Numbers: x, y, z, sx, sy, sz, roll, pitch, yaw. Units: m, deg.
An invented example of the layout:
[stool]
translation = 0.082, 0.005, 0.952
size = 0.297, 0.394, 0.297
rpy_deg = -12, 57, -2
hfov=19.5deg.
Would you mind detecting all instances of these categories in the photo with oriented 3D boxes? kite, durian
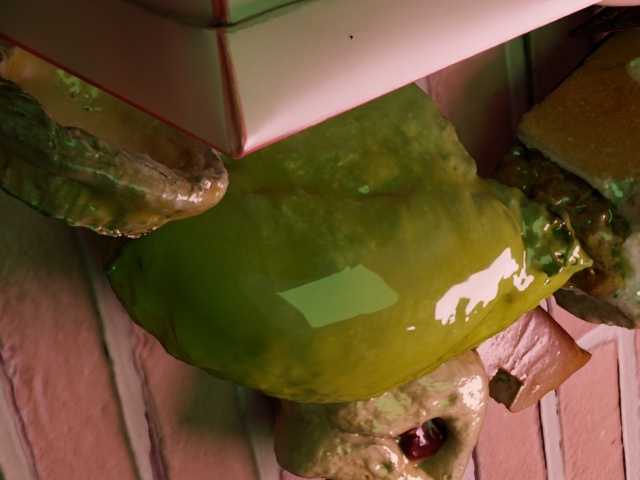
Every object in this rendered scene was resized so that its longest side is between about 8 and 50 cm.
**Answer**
[kite]
translation = 0.272, -0.201, 1.540
size = 0.159, 0.190, 0.010
rpy_deg = -22, 108, 21
[durian]
translation = 0.000, 0.000, 1.359
size = 0.339, 0.204, 0.256
rpy_deg = -30, 89, -25

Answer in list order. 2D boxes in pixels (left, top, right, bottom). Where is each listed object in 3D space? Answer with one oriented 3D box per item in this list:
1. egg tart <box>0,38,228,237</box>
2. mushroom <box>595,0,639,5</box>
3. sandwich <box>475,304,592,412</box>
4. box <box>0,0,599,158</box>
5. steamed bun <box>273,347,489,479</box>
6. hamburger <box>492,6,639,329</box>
[egg tart]
translation = -0.153, -0.059, 1.196
size = 0.197, 0.197, 0.078
rpy_deg = 11, 112, -43
[mushroom]
translation = 0.251, -0.289, 1.422
size = 0.246, 0.246, 0.202
rpy_deg = -22, 81, -31
[sandwich]
translation = 0.139, 0.080, 1.587
size = 0.244, 0.090, 0.088
rpy_deg = 38, 81, -47
[box]
translation = -0.032, -0.271, 1.105
size = 0.312, 0.314, 0.300
rpy_deg = -26, 123, -28
[steamed bun]
translation = 0.032, 0.132, 1.492
size = 0.155, 0.141, 0.172
rpy_deg = -5, 118, -34
[hamburger]
translation = 0.277, -0.055, 1.559
size = 0.288, 0.192, 0.168
rpy_deg = -42, 156, -15
